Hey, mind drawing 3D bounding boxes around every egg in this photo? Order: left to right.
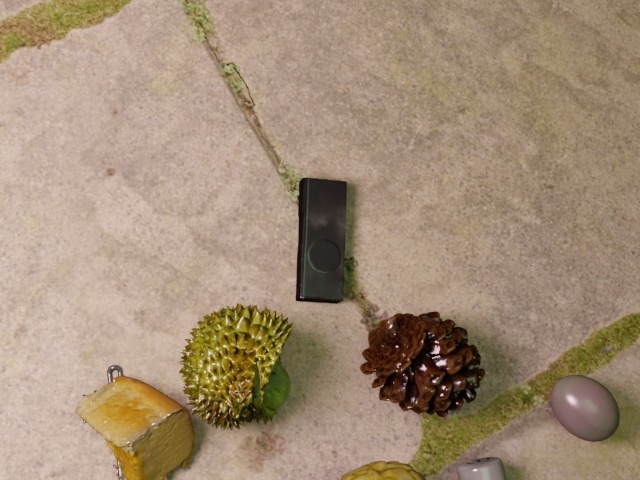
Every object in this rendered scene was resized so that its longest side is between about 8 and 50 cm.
[{"bbox_3d":[0.472,0.298,1.869,0.135,0.103,0.103,43,71,-1],"label":"egg"}]

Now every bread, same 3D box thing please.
[{"bbox_3d":[-0.291,0.315,1.676,0.140,0.169,0.160,-35,130,-29],"label":"bread"}]

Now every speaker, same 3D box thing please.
[{"bbox_3d":[0.000,0.000,1.844,0.082,0.044,0.218,6,77,-13],"label":"speaker"}]

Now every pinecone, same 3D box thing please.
[{"bbox_3d":[0.186,0.210,1.778,0.212,0.168,0.185,22,32,-14],"label":"pinecone"}]

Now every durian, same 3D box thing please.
[{"bbox_3d":[-0.134,0.202,1.669,0.177,0.237,0.200,1,77,-3],"label":"durian"}]

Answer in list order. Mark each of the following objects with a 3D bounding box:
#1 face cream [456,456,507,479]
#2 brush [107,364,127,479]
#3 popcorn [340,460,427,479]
[{"bbox_3d":[0.305,0.531,1.788,0.143,0.089,0.314,-13,87,4],"label":"face cream"},{"bbox_3d":[-0.321,0.334,1.701,0.062,0.027,0.266,-5,75,-16],"label":"brush"},{"bbox_3d":[0.098,0.473,1.669,0.225,0.249,0.249,-6,79,-8],"label":"popcorn"}]
